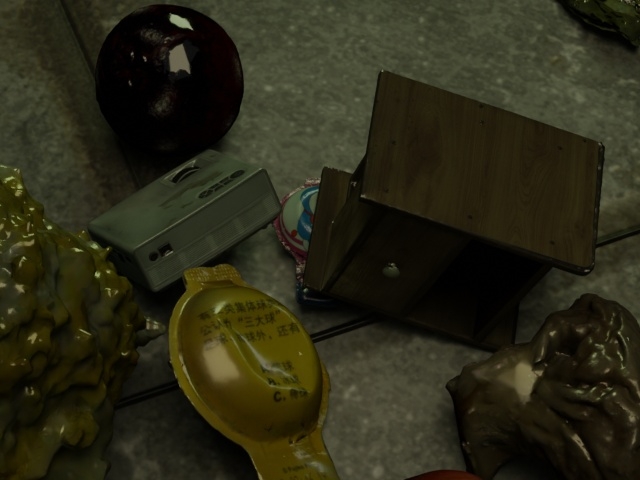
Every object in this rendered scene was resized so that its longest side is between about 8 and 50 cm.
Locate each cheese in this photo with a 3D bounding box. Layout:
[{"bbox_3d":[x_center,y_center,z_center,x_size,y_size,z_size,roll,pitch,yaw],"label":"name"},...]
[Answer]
[{"bbox_3d":[-0.046,0.139,1.400,0.177,0.069,0.270,-7,64,-48],"label":"cheese"},{"bbox_3d":[0.000,0.000,1.527,0.095,0.038,0.145,4,57,-4],"label":"cheese"}]

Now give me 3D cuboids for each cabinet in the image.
[{"bbox_3d":[0.114,-0.017,1.446,0.215,0.175,0.148,18,57,-10],"label":"cabinet"}]

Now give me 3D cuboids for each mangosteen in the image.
[{"bbox_3d":[-0.140,-0.153,1.557,0.152,0.152,0.153,3,58,-5],"label":"mangosteen"}]

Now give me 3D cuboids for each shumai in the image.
[{"bbox_3d":[0.201,0.150,1.392,0.175,0.166,0.206,-5,40,-1],"label":"shumai"}]

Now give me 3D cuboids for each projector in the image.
[{"bbox_3d":[-0.124,-0.017,1.484,0.147,0.061,0.115,-33,28,-20],"label":"projector"}]

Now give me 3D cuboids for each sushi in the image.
[{"bbox_3d":[-0.342,0.112,1.245,0.351,0.240,0.397,33,88,22],"label":"sushi"}]

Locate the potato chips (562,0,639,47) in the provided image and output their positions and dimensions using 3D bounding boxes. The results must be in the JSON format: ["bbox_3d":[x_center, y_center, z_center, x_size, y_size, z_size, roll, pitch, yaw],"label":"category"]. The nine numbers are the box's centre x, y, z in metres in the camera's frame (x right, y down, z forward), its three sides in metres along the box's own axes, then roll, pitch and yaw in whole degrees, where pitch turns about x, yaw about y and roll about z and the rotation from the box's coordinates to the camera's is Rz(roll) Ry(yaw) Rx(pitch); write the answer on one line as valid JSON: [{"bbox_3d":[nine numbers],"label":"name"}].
[{"bbox_3d":[0.335,-0.305,1.765,0.202,0.029,0.220,26,56,10],"label":"potato chips"}]

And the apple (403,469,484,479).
[{"bbox_3d":[0.094,0.285,1.288,0.199,0.199,0.199,3,58,-5],"label":"apple"}]

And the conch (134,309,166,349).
[{"bbox_3d":[-0.242,0.102,1.407,0.233,0.114,0.137,-29,50,17],"label":"conch"}]
